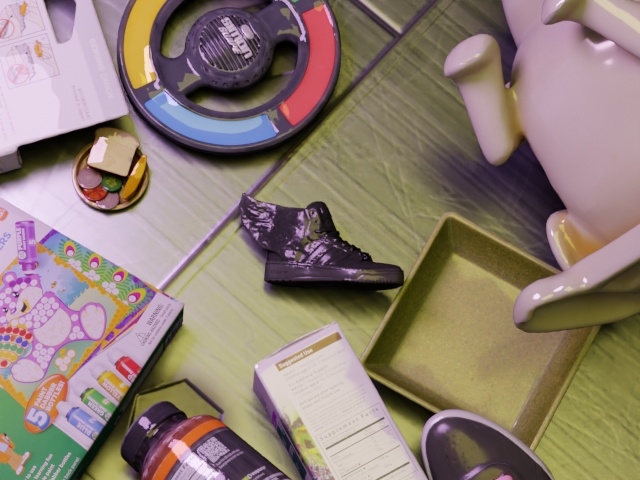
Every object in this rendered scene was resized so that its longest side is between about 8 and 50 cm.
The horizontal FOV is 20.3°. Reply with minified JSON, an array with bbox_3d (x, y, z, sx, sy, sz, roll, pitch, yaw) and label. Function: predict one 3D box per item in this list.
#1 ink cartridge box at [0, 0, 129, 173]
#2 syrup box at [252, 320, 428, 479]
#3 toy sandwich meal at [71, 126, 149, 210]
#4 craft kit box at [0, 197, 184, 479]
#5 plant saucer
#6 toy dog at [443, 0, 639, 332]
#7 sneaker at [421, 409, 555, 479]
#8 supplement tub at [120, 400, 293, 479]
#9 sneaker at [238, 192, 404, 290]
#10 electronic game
[{"bbox_3d":[-0.345,-0.202,1.799,0.239,0.060,0.275,-17,74,-10],"label":"ink cartridge box"},{"bbox_3d":[0.030,0.205,1.678,0.096,0.093,0.237,-28,77,-11],"label":"syrup box"},{"bbox_3d":[-0.208,-0.072,1.782,0.085,0.029,0.085,1,72,-4],"label":"toy sandwich meal"},{"bbox_3d":[-0.296,0.104,1.693,0.246,0.061,0.250,28,65,7],"label":"craft kit box"},{"bbox_3d":[0.159,0.096,1.747,0.188,0.045,0.188,29,73,5],"label":"plant saucer"},{"bbox_3d":[0.313,-0.162,1.712,0.395,0.284,0.408,-4,65,-34],"label":"toy dog"},{"bbox_3d":[0.189,0.280,1.616,0.104,0.147,0.296,-34,85,5],"label":"sneaker"},{"bbox_3d":[-0.092,0.232,1.645,0.198,0.106,0.106,37,73,25],"label":"supplement tub"},{"bbox_3d":[0.001,0.001,1.749,0.170,0.051,0.089,1,78,18],"label":"sneaker"},{"bbox_3d":[-0.093,-0.194,1.819,0.229,0.048,0.229,1,72,-3],"label":"electronic game"}]
